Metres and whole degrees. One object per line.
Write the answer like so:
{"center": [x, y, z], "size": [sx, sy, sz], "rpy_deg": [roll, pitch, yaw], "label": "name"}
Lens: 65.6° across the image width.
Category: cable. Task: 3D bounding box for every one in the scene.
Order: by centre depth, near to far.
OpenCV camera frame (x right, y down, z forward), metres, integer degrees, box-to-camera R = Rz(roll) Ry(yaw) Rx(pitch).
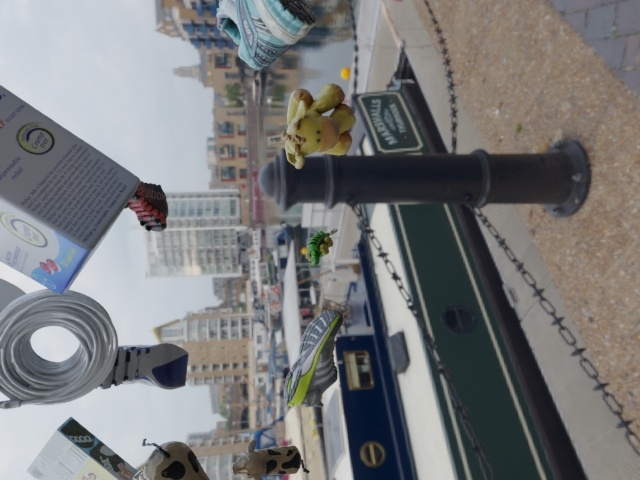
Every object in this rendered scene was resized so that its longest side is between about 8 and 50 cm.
{"center": [-0.579, 0.232, 1.082], "size": [0.089, 0.256, 0.257], "rpy_deg": [-155, 74, -66], "label": "cable"}

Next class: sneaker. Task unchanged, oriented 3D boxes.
{"center": [-0.116, -0.368, 0.734], "size": [0.122, 0.110, 0.283], "rpy_deg": [-41, 54, 27], "label": "sneaker"}
{"center": [-0.529, 0.331, 1.353], "size": [0.182, 0.315, 0.128], "rpy_deg": [-2, 77, 40], "label": "sneaker"}
{"center": [0.001, 0.337, 1.408], "size": [0.300, 0.121, 0.111], "rpy_deg": [-66, 22, 6], "label": "sneaker"}
{"center": [-0.587, -0.151, 1.632], "size": [0.276, 0.097, 0.135], "rpy_deg": [62, -150, -51], "label": "sneaker"}

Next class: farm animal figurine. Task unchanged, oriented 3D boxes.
{"center": [-0.189, 0.467, 0.887], "size": [0.172, 0.326, 0.330], "rpy_deg": [-33, 20, 50], "label": "farm animal figurine"}

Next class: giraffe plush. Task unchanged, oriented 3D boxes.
{"center": [-0.020, -0.242, 1.083], "size": [0.182, 0.210, 0.170], "rpy_deg": [63, -176, -16], "label": "giraffe plush"}

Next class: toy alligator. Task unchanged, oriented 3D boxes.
{"center": [0.000, 0.000, 1.314], "size": [0.051, 0.056, 0.190], "rpy_deg": [55, -148, -17], "label": "toy alligator"}

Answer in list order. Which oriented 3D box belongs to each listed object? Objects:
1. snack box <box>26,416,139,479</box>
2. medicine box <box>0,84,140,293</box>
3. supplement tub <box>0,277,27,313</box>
{"center": [-0.576, 0.623, 1.277], "size": [0.187, 0.322, 0.060], "rpy_deg": [-49, 2, 20], "label": "snack box"}
{"center": [-0.478, -0.076, 0.784], "size": [0.263, 0.289, 0.149], "rpy_deg": [-31, 30, 50], "label": "medicine box"}
{"center": [-0.883, 0.263, 1.208], "size": [0.332, 0.241, 0.241], "rpy_deg": [-61, 11, 3], "label": "supplement tub"}
